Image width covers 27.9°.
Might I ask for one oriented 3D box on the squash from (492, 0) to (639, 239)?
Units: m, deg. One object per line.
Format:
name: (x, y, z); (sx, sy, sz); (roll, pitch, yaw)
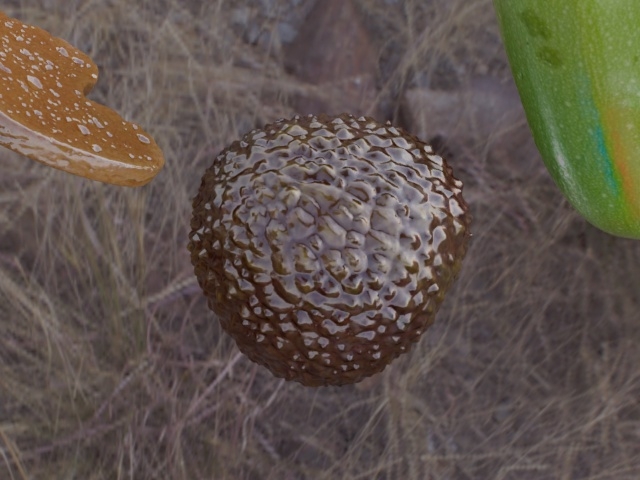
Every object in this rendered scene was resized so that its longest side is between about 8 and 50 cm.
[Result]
squash: (0.132, -0.068, 0.581); (0.095, 0.188, 0.095); (-12, 42, 11)

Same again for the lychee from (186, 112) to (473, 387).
lychee: (0.001, 0.004, 0.852); (0.194, 0.194, 0.195); (4, 65, -8)

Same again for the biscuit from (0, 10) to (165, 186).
biscuit: (-0.234, -0.124, 1.153); (0.186, 0.036, 0.192); (17, 34, -31)
